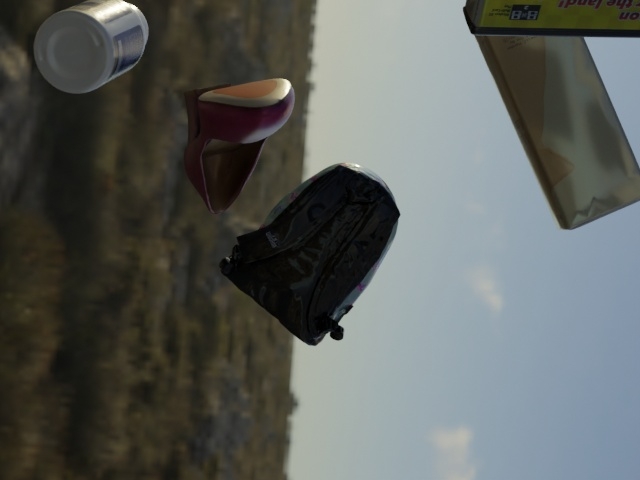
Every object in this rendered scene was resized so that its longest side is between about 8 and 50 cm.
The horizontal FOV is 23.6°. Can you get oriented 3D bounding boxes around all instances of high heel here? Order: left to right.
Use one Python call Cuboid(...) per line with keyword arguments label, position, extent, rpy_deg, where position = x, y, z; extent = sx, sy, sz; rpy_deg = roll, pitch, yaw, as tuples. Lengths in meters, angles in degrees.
Cuboid(label="high heel", position=(-0.099, -0.114, 2.004), extent=(0.377, 0.127, 0.181), rpy_deg=(-156, -124, -76))

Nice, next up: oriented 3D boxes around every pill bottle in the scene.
Cuboid(label="pill bottle", position=(-0.256, -0.229, 1.756), extent=(0.169, 0.094, 0.094), rpy_deg=(-53, 150, -70))

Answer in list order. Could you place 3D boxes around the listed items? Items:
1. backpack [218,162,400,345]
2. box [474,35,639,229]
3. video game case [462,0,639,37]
Cuboid(label="backpack", position=(0.000, 0.000, 1.608), extent=(0.182, 0.152, 0.115), rpy_deg=(-50, -171, 5))
Cuboid(label="box", position=(0.320, -0.177, 2.052), extent=(0.148, 0.121, 0.311), rpy_deg=(16, 52, -87))
Cuboid(label="video game case", position=(0.256, -0.250, 1.074), extent=(0.035, 0.274, 0.248), rpy_deg=(-103, -163, -44))
